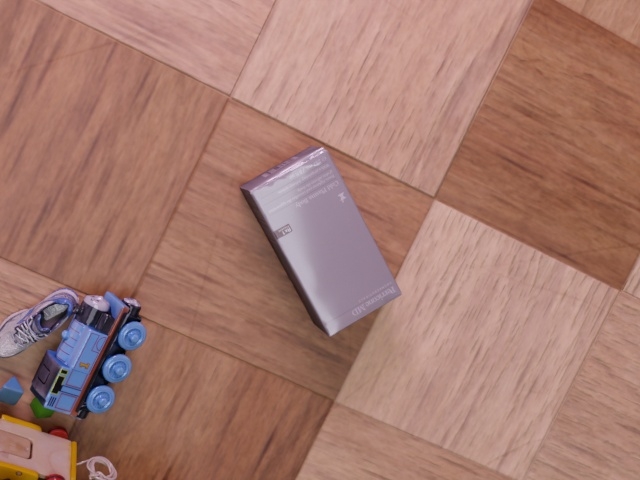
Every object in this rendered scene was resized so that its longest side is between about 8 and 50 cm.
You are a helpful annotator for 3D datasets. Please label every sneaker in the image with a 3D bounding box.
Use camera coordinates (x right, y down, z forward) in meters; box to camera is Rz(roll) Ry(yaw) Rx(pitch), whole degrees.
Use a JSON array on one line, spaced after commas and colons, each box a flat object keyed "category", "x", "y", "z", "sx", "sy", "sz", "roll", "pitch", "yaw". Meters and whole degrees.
[{"category": "sneaker", "x": -0.390, "y": 0.114, "z": 1.615, "sx": 0.135, "sy": 0.058, "sz": 0.052, "roll": -38, "pitch": 105, "yaw": -2}]

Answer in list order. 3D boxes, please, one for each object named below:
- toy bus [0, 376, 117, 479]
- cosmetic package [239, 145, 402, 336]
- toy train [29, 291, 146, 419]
[{"category": "toy bus", "x": -0.410, "y": 0.301, "z": 1.582, "sx": 0.202, "sy": 0.191, "sz": 0.104, "roll": 46, "pitch": 119, "yaw": 15}, {"category": "cosmetic package", "x": 0.000, "y": 0.000, "z": 1.653, "sx": 0.127, "sy": 0.107, "sz": 0.238, "roll": -32, "pitch": 101, "yaw": -8}, {"category": "toy train", "x": -0.313, "y": 0.155, "z": 1.614, "sx": 0.105, "sy": 0.080, "sz": 0.184, "roll": 24, "pitch": 95, "yaw": -38}]
